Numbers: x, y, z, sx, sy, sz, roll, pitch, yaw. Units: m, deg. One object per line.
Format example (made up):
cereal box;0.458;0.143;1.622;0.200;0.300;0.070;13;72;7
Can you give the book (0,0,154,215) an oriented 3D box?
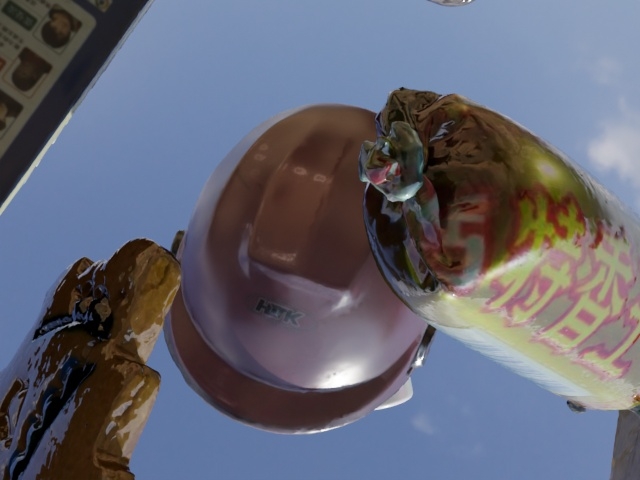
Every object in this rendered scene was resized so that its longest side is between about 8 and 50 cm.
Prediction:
book;-0.359;-0.165;1.091;0.300;0.039;0.428;36;-111;-12

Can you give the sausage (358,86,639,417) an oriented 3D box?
sausage;0.105;0.001;0.673;0.117;0.125;0.317;2;163;34

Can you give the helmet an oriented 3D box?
helmet;0.000;0.000;1.201;0.271;0.197;0.338;22;-141;7

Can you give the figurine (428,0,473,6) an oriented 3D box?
figurine;0.177;-0.365;1.556;0.161;0.275;0.158;47;-111;-14

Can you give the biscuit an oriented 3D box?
biscuit;-0.187;0.138;0.920;0.043;0.278;0.301;24;-142;-30

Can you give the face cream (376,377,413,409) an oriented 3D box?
face cream;0.048;0.053;1.585;0.092;0.311;0.092;-9;-175;1

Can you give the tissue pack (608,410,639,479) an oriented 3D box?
tissue pack;0.472;0.186;1.133;0.382;0.228;0.293;17;-107;-14
